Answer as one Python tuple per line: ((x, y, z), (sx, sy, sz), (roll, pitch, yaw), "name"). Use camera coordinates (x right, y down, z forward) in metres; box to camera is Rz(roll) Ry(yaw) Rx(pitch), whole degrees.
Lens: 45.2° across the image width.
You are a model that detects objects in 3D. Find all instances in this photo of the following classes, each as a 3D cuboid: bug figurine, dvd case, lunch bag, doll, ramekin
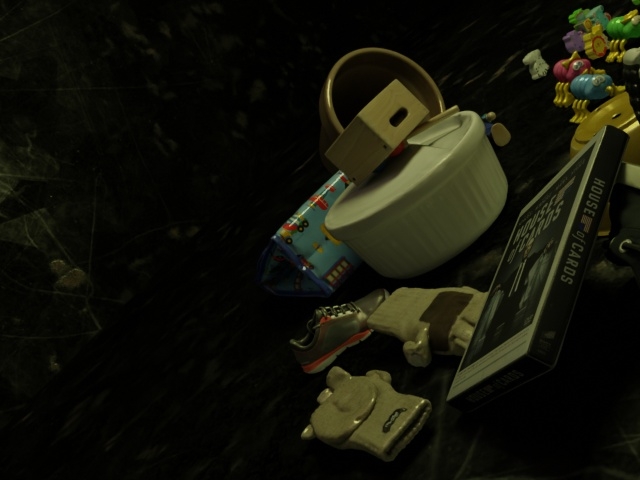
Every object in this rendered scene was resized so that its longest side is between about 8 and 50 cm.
((0.461, -0.294, 1.181), (0.279, 0.072, 0.216), (-40, 14, -2), "bug figurine")
((0.196, 0.031, 0.702), (0.239, 0.029, 0.179), (-63, -1, -26), "dvd case")
((0.000, 0.000, 1.383), (0.221, 0.138, 0.293), (-45, 3, -20), "lunch bag")
((0.267, -0.183, 1.375), (0.129, 0.046, 0.189), (-38, 15, 1), "doll")
((0.149, -0.059, 1.127), (0.273, 0.127, 0.273), (-37, 14, 11), "ramekin")

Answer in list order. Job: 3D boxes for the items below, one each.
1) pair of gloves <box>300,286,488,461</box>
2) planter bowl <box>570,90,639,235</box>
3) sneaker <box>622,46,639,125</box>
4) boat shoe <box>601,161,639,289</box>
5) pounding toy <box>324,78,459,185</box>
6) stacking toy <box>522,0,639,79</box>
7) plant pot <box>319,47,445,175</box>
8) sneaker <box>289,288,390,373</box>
((0.090, 0.138, 0.847), (0.240, 0.042, 0.204), (-48, 20, -26), "pair of gloves")
((0.349, -0.108, 0.856), (0.217, 0.090, 0.217), (-37, 14, 11), "planter bowl")
((0.383, -0.107, 0.654), (0.118, 0.110, 0.292), (-32, 40, -8), "sneaker")
((0.290, 0.023, 0.576), (0.340, 0.127, 0.113), (-103, 26, -73), "boat shoe")
((0.106, -0.161, 1.135), (0.141, 0.100, 0.130), (-47, 1, -36), "pounding toy")
((0.501, -0.390, 1.431), (0.221, 0.052, 0.167), (-43, 16, -24), "stacking toy")
((0.101, -0.230, 1.617), (0.263, 0.263, 0.229), (-47, -3, -28), "plant pot")
((0.025, 0.111, 1.040), (0.158, 0.065, 0.061), (-41, 14, -5), "sneaker")
